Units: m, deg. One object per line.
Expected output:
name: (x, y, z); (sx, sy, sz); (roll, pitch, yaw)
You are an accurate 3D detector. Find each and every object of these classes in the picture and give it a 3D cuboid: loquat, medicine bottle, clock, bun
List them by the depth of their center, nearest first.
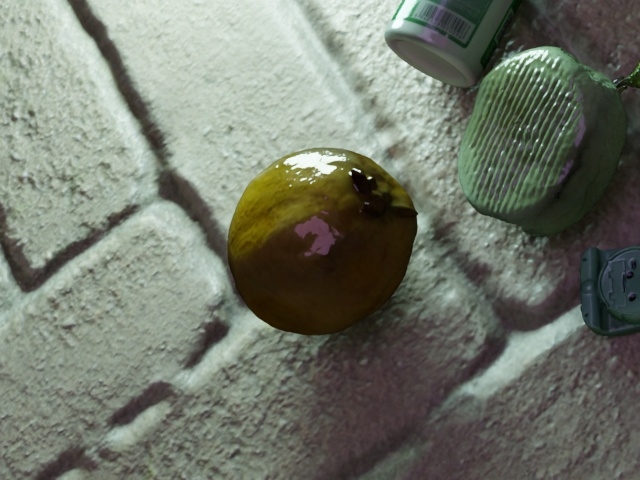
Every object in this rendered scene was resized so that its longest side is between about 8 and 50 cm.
clock: (0.357, 0.049, 1.937); (0.135, 0.041, 0.101); (-11, 64, 24)
bun: (0.263, -0.114, 2.009); (0.221, 0.108, 0.221); (-15, 69, 42)
loquat: (0.000, 0.000, 2.062); (0.238, 0.193, 0.238); (-33, 39, 32)
medicine bottle: (0.197, -0.335, 2.141); (0.133, 0.133, 0.274); (25, 82, 34)

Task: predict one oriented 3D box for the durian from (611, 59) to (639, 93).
durian: (0.415, -0.229, 1.996); (0.215, 0.100, 0.086); (-48, 54, 29)
